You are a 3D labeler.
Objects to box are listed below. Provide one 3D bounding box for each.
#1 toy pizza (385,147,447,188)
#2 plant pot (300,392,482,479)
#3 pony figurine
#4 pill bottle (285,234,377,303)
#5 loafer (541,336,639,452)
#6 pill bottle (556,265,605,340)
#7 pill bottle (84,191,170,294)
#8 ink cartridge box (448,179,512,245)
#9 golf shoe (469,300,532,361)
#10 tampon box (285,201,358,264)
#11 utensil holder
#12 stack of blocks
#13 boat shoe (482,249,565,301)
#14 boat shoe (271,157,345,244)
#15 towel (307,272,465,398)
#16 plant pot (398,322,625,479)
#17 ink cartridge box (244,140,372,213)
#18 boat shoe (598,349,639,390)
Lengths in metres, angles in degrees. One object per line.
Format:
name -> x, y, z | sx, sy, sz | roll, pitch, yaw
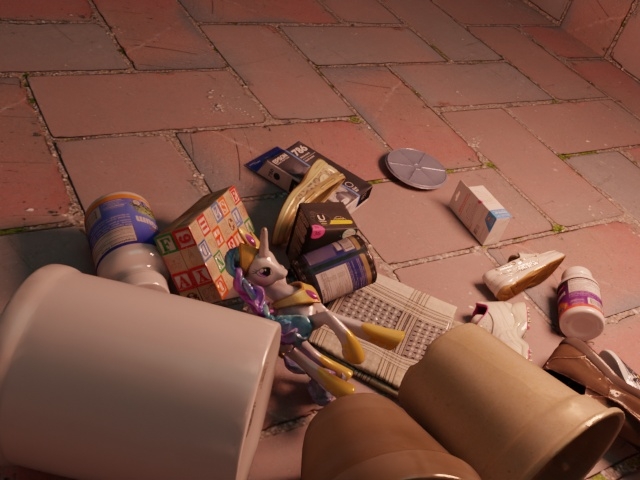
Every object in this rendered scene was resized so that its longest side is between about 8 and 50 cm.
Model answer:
toy pizza -> 0.293, -0.216, 2.140 | 0.201, 0.032, 0.201 | 11, 40, -10
plant pot -> 0.090, 0.409, 1.140 | 0.323, 0.323, 0.280 | 3, 25, -18
pony figurine -> -0.074, 0.162, 1.351 | 0.363, 0.351, 0.303 | 39, 44, -5
pill bottle -> 0.007, 0.078, 1.573 | 0.219, 0.122, 0.123 | -21, 50, -11
loafer -> 0.627, 0.373, 1.521 | 0.130, 0.133, 0.366 | -28, 44, -15
pill bottle -> 0.664, 0.155, 1.786 | 0.108, 0.108, 0.193 | 19, 38, 1
pill bottle -> -0.404, 0.034, 1.477 | 0.152, 0.152, 0.272 | -6, 45, -27
ink cartridge box -> 0.453, -0.084, 1.988 | 0.062, 0.104, 0.181 | -8, 46, -29
golf shoe -> 0.407, 0.243, 1.595 | 0.140, 0.115, 0.306 | 13, 30, 7
tampon box -> 0.000, 0.000, 1.667 | 0.120, 0.161, 0.101 | -4, 44, -24
utensil holder -> -0.284, 0.238, 1.113 | 0.386, 0.327, 0.327 | 13, 39, 3
stack of blocks -> -0.239, 0.007, 1.544 | 0.087, 0.171, 0.297 | -17, 17, 18
boat shoe -> 0.540, 0.069, 1.846 | 0.277, 0.098, 0.096 | -18, 52, -35
boat shoe -> -0.033, -0.093, 1.774 | 0.089, 0.104, 0.285 | 28, 61, 6
towel -> 0.166, 0.206, 1.573 | 0.324, 0.056, 0.312 | 27, 40, 10
plant pot -> 0.318, 0.331, 1.284 | 0.334, 0.333, 0.305 | -15, 44, -35
ink cartridge box -> -0.034, -0.183, 1.951 | 0.333, 0.065, 0.165 | 31, 41, 17
boat shoe -> 0.734, 0.336, 1.640 | 0.083, 0.065, 0.183 | -3, 50, -27
